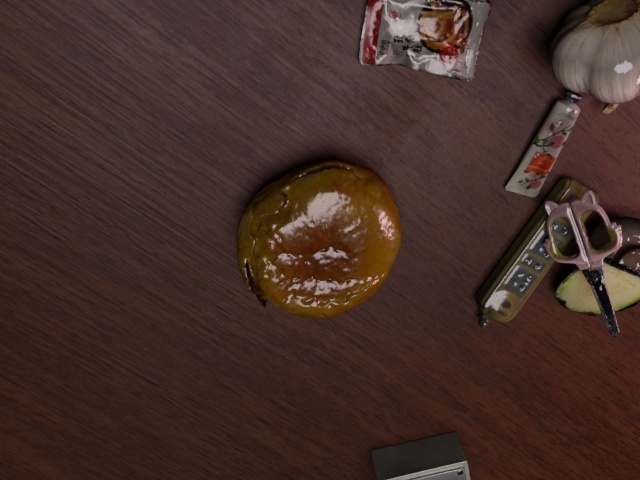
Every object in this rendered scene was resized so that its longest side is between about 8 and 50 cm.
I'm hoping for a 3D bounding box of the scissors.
[{"bbox_3d":[0.560,0.054,1.422,0.160,0.024,0.318,-16,100,34],"label":"scissors"}]

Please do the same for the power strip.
[{"bbox_3d":[0.458,0.040,1.503,0.092,0.066,0.388,27,110,-12],"label":"power strip"}]

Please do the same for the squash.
[{"bbox_3d":[0.619,0.086,1.539,0.191,0.085,0.184,23,141,-16],"label":"squash"}]

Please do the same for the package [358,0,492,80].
[{"bbox_3d":[0.198,-0.395,1.312,0.239,0.030,0.154,6,115,-7],"label":"package"}]

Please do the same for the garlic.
[{"bbox_3d":[0.550,-0.329,1.280,0.245,0.245,0.253,-23,138,6],"label":"garlic"}]

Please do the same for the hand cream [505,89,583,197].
[{"bbox_3d":[0.464,-0.195,1.414,0.080,0.050,0.234,14,118,-16],"label":"hand cream"}]

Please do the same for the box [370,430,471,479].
[{"bbox_3d":[0.262,0.624,1.716,0.224,0.117,0.225,-14,114,2],"label":"box"}]

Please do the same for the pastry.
[{"bbox_3d":[0.000,0.000,1.402,0.355,0.164,0.356,-2,111,-5],"label":"pastry"}]

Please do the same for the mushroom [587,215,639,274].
[{"bbox_3d":[0.662,0.010,1.467,0.188,0.141,0.117,18,93,-5],"label":"mushroom"}]
